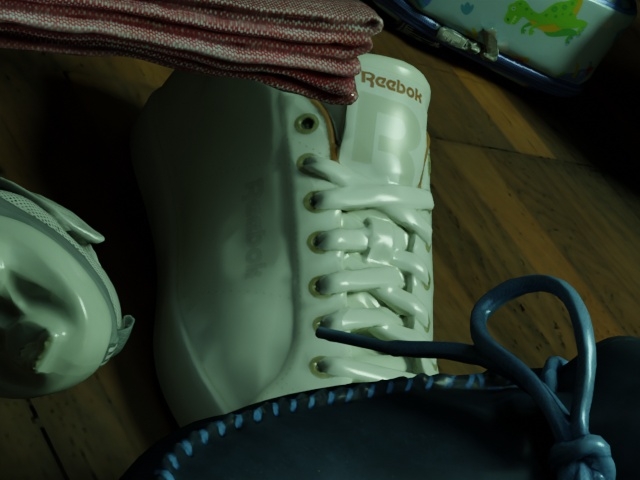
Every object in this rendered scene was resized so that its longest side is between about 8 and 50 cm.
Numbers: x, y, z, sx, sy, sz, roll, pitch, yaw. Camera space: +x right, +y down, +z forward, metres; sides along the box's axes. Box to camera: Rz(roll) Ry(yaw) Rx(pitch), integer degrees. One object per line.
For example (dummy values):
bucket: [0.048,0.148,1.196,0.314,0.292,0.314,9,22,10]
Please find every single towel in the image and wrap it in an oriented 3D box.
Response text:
towel: [-0.134,-0.134,0.700,0.237,0.037,0.329,6,22,-20]

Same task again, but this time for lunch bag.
lunch bag: [0.104,-0.191,1.121,0.176,0.090,0.219,21,30,-24]

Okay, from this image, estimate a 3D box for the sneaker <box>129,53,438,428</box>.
sneaker: [0.000,0.000,0.670,0.106,0.123,0.290,17,34,-36]

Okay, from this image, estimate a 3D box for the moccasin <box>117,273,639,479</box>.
moccasin: [0.086,0.073,0.552,0.342,0.117,0.138,-2,61,-42]

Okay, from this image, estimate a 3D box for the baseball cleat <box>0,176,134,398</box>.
baseball cleat: [-0.157,-0.014,0.589,0.206,0.072,0.109,37,8,4]
